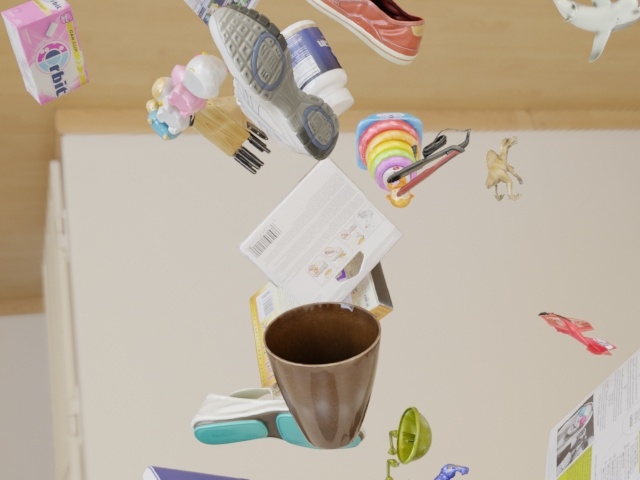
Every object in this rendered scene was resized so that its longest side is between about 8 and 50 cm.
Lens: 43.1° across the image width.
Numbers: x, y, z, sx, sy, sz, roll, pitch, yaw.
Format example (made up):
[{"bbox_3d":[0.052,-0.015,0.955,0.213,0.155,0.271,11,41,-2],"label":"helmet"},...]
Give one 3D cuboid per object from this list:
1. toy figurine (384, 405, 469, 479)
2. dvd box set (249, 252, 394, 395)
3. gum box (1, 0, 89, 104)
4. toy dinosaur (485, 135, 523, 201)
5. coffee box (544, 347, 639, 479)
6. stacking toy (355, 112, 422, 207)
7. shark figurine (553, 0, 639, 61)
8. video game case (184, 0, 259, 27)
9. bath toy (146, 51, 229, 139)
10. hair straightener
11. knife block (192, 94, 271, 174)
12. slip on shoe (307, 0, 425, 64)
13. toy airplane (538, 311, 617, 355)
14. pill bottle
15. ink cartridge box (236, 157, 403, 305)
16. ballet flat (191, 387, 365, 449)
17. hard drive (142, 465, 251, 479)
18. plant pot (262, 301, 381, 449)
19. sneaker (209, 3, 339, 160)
[{"bbox_3d":[0.259,0.562,1.739,0.217,0.362,0.191,12,145,-5],"label":"toy figurine"},{"bbox_3d":[-0.013,0.161,2.049,0.062,0.307,0.420,27,125,-36],"label":"dvd box set"},{"bbox_3d":[-0.507,-0.352,1.509,0.107,0.062,0.188,-32,148,-25],"label":"gum box"},{"bbox_3d":[0.309,-0.111,1.414,0.053,0.183,0.092,-16,116,38],"label":"toy dinosaur"},{"bbox_3d":[0.613,0.439,1.383,0.338,0.338,0.334,31,127,1],"label":"coffee box"},{"bbox_3d":[0.184,-0.180,2.030,0.175,0.301,0.165,-2,128,0],"label":"stacking toy"},{"bbox_3d":[0.534,-0.457,1.587,0.116,0.278,0.166,-10,128,-34],"label":"shark figurine"},{"bbox_3d":[-0.213,-0.561,1.774,0.023,0.183,0.201,-31,167,-50],"label":"video game case"},{"bbox_3d":[-0.344,-0.390,2.102,0.129,0.151,0.348,-45,-169,-34],"label":"bath toy"},{"bbox_3d":[0.248,-0.200,1.877,0.230,0.089,0.047,-36,165,0],"label":"hair straightener"},{"bbox_3d":[-0.293,-0.311,2.459,0.276,0.242,0.088,-8,-155,-14],"label":"knife block"},{"bbox_3d":[0.070,-0.480,1.603,0.123,0.331,0.101,-37,162,-52],"label":"slip on shoe"},{"bbox_3d":[0.439,0.159,1.382,0.151,0.028,0.151,20,-168,-4],"label":"toy airplane"},{"bbox_3d":[-0.009,-0.309,1.484,0.094,0.169,0.094,-29,171,-5],"label":"pill bottle"},{"bbox_3d":[0.000,0.000,1.871,0.296,0.261,0.066,-47,-170,-10],"label":"ink cartridge box"},{"bbox_3d":[-0.094,0.387,1.826,0.401,0.139,0.139,-2,162,12],"label":"ballet flat"},{"bbox_3d":[-0.248,0.631,1.937,0.319,0.210,0.040,23,99,-42],"label":"hard drive"},{"bbox_3d":[0.014,0.267,1.516,0.216,0.215,0.230,-9,116,-5],"label":"plant pot"},{"bbox_3d":[-0.093,-0.238,1.282,0.129,0.111,0.297,6,141,44],"label":"sneaker"}]
